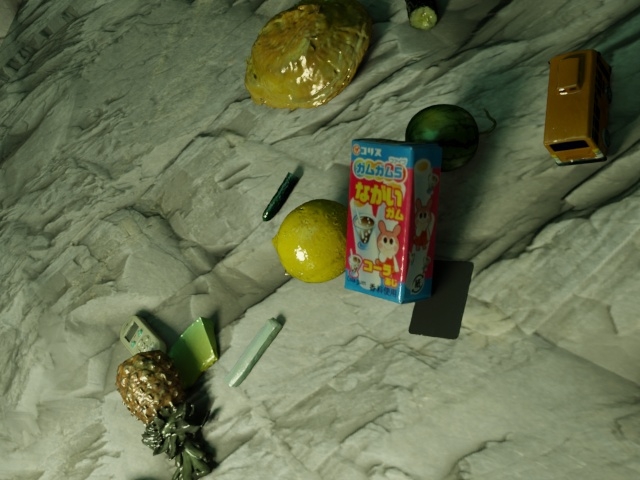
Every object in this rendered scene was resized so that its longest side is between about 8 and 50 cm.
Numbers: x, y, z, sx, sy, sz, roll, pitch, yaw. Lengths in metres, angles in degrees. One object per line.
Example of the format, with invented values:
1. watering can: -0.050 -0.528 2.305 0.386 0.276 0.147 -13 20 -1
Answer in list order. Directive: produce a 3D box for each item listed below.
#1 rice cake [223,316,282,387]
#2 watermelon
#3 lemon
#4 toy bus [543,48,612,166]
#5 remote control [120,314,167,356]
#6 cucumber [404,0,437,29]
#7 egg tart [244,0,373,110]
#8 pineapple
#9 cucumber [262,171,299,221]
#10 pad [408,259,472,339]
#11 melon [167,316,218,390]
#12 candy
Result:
1. rice cake: -0.152 0.248 1.809 0.042 0.030 0.180 40 96 37
2. watermelon: 0.264 -0.207 1.636 0.187 0.141 0.141 -6 59 -5
3. lemon: 0.000 0.000 1.717 0.206 0.173 0.173 -25 54 8
4. toy bus: 0.471 -0.249 1.498 0.098 0.114 0.201 -4 67 36
5. remote control: -0.436 0.251 2.009 0.221 0.042 0.078 30 90 54
6. cucumber: 0.225 -0.624 1.908 0.072 0.072 0.300 -20 58 30
7. egg tart: -0.037 -0.485 1.997 0.351 0.153 0.340 22 81 42
8. pineapple: -0.334 0.393 1.809 0.170 0.141 0.310 -32 71 2
9. cucumber: -0.098 -0.100 1.935 0.032 0.032 0.133 34 91 43
10. pad: 0.234 0.113 1.588 0.112 0.003 0.157 4 72 39
11. melon: -0.318 0.306 1.919 0.114 0.053 0.262 39 100 24
12. candy: 0.138 -0.042 1.590 0.157 0.100 0.306 14 104 44
